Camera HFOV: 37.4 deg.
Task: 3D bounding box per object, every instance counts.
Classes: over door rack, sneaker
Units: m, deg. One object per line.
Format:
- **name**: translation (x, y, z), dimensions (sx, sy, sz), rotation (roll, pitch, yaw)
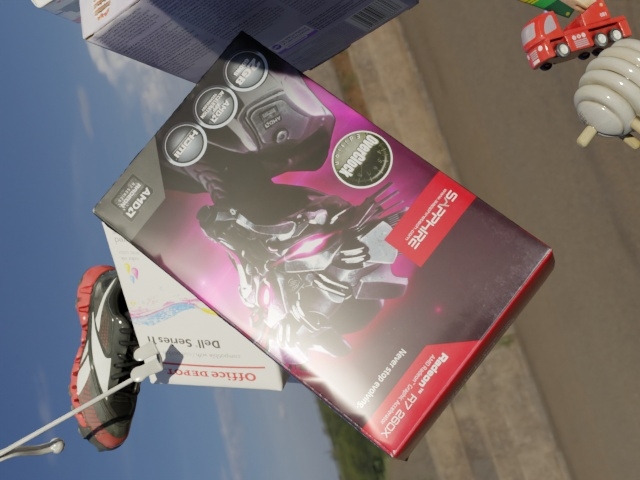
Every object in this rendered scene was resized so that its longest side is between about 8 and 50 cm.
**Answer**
- **over door rack**: translation (-0.282, 0.323, 1.207), dimensions (0.240, 0.324, 0.108), rotation (57, -179, 26)
- **sneaker**: translation (-0.292, 0.165, 1.372), dimensions (0.097, 0.135, 0.276), rotation (17, -112, -50)

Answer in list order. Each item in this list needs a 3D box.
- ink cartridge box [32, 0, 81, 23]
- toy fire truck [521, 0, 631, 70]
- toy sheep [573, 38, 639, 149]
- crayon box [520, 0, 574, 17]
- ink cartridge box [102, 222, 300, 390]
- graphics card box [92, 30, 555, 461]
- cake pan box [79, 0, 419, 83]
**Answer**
- **ink cartridge box**: translation (-0.261, -0.345, 1.100), dimensions (0.100, 0.172, 0.237), rotation (57, -178, -10)
- **toy fire truck**: translation (0.326, -0.300, 1.198), dimensions (0.135, 0.192, 0.047), rotation (69, 157, 7)
- **toy sheep**: translation (0.283, -0.137, 0.882), dimensions (0.091, 0.132, 0.091), rotation (37, 166, 11)
- **crayon box**: translation (0.359, -0.584, 1.621), dimensions (0.313, 0.362, 0.106), rotation (-59, 32, 36)
- **ink cartridge box**: translation (-0.143, 0.084, 1.279), dimensions (0.119, 0.207, 0.354), rotation (-61, -34, -55)
- **graphics card box**: translation (0.000, 0.000, 0.886), dimensions (0.371, 0.233, 0.094), rotation (38, 175, 16)
- **cake pan box**: translation (-0.067, -0.248, 0.958), dimensions (0.245, 0.266, 0.070), rotation (10, -118, -50)
